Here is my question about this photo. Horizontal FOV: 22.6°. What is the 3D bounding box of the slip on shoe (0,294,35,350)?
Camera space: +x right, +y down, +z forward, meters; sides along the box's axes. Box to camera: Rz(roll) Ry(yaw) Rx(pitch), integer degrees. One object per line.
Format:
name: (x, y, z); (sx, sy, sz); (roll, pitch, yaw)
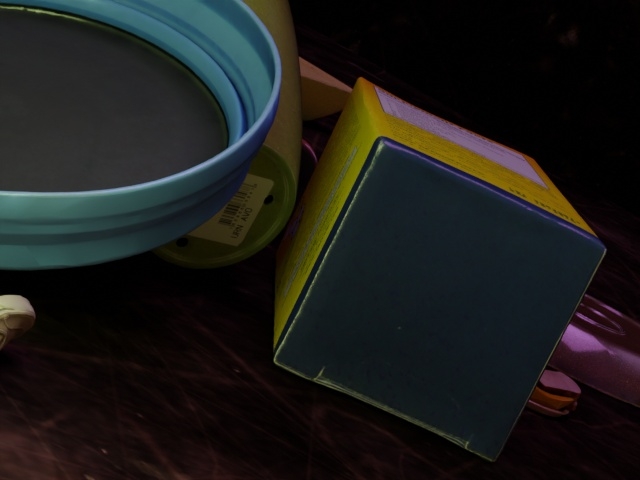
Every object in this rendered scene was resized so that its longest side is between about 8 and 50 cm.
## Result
slip on shoe: (-0.200, 0.057, 0.906); (0.135, 0.051, 0.041); (13, 55, -77)

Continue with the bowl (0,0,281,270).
bowl: (-0.225, -0.115, 1.152); (0.391, 0.077, 0.391); (8, 36, -5)

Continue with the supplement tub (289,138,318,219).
supplement tub: (-0.090, -0.097, 1.688); (0.106, 0.106, 0.198); (17, 14, -37)

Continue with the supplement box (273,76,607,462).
supplement box: (0.084, 0.009, 1.355); (0.194, 0.195, 0.356); (25, 12, -6)

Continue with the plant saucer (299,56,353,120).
plant saucer: (-0.150, -0.291, 2.522); (0.333, 0.081, 0.333); (13, 17, -46)

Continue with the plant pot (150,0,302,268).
plant pot: (-0.124, -0.119, 1.405); (0.275, 0.275, 0.293); (19, 28, -32)

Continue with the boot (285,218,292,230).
boot: (0.000, 0.000, 1.631); (0.087, 0.042, 0.118); (25, 8, 33)

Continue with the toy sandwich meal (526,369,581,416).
toy sandwich meal: (0.199, 0.134, 1.466); (0.085, 0.029, 0.085); (25, 11, -5)

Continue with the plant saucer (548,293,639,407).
plant saucer: (0.292, 0.101, 1.785); (0.310, 0.050, 0.310); (26, 10, -5)
